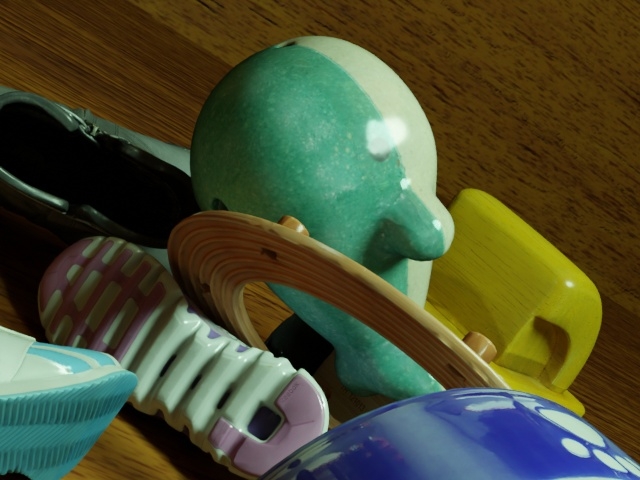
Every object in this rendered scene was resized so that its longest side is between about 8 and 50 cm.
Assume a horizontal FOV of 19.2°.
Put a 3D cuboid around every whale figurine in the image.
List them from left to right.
[{"bbox_3d":[0.000,0.000,1.302,0.216,0.141,0.272,8,-62,53],"label":"whale figurine"}]

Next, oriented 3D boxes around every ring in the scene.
[{"bbox_3d":[0.039,0.092,1.244,0.336,0.032,0.336,34,-21,16],"label":"ring"}]

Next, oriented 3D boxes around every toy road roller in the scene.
[{"bbox_3d":[0.133,0.105,1.528,0.202,0.240,0.329,44,13,33],"label":"toy road roller"}]

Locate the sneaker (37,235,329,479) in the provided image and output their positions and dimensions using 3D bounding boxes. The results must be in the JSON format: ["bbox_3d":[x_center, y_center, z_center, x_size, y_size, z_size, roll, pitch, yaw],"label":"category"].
[{"bbox_3d":[-0.091,0.089,1.300,0.236,0.095,0.104,35,-6,17],"label":"sneaker"}]

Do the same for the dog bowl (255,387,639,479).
[{"bbox_3d":[0.052,0.197,0.794,0.265,0.265,0.104,28,11,-40],"label":"dog bowl"}]

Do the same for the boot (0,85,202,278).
[{"bbox_3d":[-0.137,-0.026,1.417,0.338,0.118,0.222,17,0,-32],"label":"boot"}]

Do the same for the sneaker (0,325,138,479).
[{"bbox_3d":[-0.178,0.080,1.039,0.092,0.087,0.228,39,8,19],"label":"sneaker"}]
